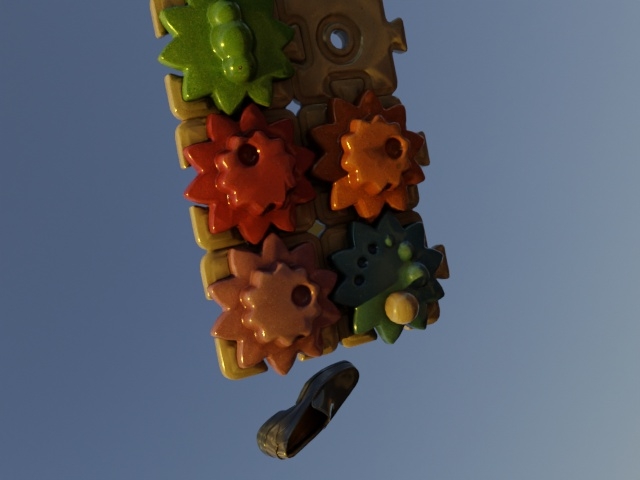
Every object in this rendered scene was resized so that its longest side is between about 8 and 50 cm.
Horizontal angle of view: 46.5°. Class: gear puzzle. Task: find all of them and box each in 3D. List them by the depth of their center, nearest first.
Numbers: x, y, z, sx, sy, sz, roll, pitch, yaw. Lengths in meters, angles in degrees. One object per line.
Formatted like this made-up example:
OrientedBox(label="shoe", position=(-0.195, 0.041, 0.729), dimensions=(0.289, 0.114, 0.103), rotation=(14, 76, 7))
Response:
OrientedBox(label="gear puzzle", position=(-0.008, -0.094, 0.460), dimensions=(0.175, 0.044, 0.339), rotation=(-12, -88, -25))

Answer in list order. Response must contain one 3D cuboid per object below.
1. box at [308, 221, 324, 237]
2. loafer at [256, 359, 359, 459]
OrientedBox(label="box", position=(0.000, 0.000, 0.852), dimensions=(0.093, 0.158, 0.156), rotation=(-2, -89, -12))
OrientedBox(label="loafer", position=(-0.004, 0.227, 0.982), dimensions=(0.170, 0.061, 0.062), rotation=(-43, -64, -23))
